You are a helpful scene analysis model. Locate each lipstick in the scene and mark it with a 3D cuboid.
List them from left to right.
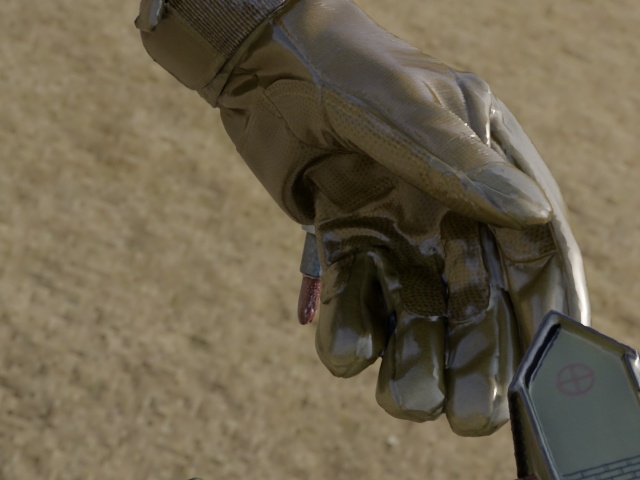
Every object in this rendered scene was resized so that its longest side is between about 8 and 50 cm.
[{"bbox_3d":[0.000,0.000,1.171,0.025,0.107,0.025,5,10,-33],"label":"lipstick"}]

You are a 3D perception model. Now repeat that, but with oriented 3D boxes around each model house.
[{"bbox_3d":[0.056,0.066,0.463,0.057,0.083,0.058,-16,50,-1],"label":"model house"}]

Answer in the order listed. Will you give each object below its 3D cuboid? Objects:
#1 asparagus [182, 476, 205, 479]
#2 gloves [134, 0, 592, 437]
[{"bbox_3d":[-0.097,0.197,1.260,0.082,0.085,0.343,35,11,25],"label":"asparagus"},{"bbox_3d":[0.033,-0.034,1.034,0.331,0.154,0.141,50,19,18],"label":"gloves"}]
